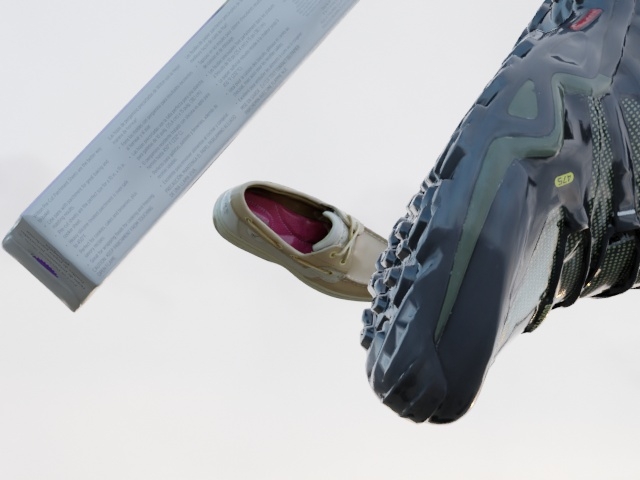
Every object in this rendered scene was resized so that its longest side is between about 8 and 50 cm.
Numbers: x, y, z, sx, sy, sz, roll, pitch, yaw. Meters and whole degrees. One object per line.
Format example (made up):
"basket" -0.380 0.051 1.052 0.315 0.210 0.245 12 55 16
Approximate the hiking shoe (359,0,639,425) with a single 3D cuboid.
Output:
"hiking shoe" 0.100 -0.017 0.597 0.114 0.227 0.086 33 -34 2

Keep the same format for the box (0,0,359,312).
"box" -0.070 -0.093 1.161 0.067 0.324 0.063 42 -28 -5

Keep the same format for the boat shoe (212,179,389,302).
"boat shoe" 0.000 0.000 1.442 0.170 0.063 0.059 20 -24 -14
